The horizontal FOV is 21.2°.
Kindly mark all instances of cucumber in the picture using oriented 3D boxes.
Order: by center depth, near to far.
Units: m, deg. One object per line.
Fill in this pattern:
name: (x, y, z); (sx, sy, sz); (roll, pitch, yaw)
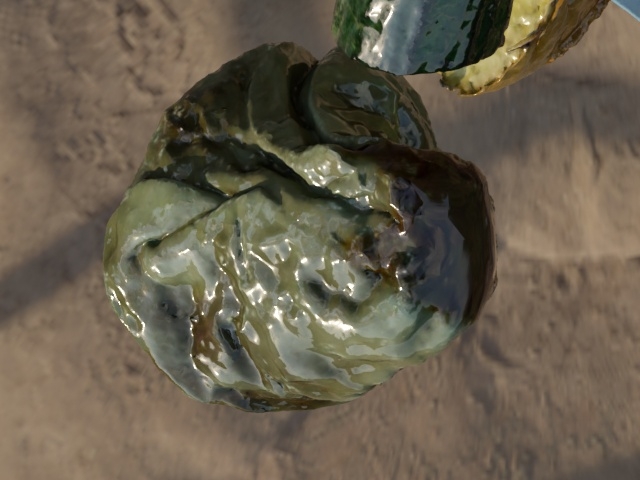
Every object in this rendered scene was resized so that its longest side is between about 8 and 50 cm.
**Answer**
cucumber: (0.069, -0.202, 0.996); (0.115, 0.063, 0.244); (21, 133, 11)

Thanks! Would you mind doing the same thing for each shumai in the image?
shumai: (0.000, 0.000, 1.333); (0.304, 0.263, 0.309); (-17, 100, -18)

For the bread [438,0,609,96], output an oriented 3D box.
bread: (0.145, -0.235, 1.185); (0.160, 0.147, 0.261); (28, 114, 25)

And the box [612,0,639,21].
box: (0.241, -0.173, 0.968); (0.142, 0.083, 0.232); (-48, 138, 16)
